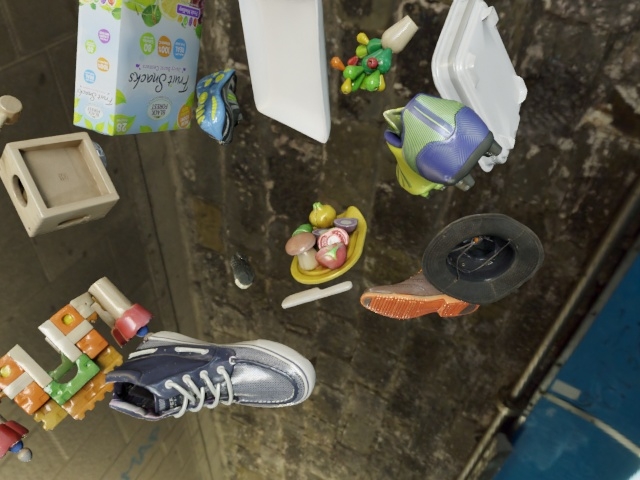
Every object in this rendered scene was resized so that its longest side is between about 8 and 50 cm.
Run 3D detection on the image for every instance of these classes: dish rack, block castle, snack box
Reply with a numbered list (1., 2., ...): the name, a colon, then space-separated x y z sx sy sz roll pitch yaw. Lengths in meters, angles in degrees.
1. dish rack: 0.370 -0.350 1.145 0.333 0.072 0.286 47 54 -37
2. block castle: -0.617 0.319 1.248 0.453 0.213 0.303 -46 -174 -29
3. snack box: -0.235 -0.252 0.690 0.174 0.070 0.207 -37 143 -64

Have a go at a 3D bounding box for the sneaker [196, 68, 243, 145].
1. sneaker: -0.175 -0.237 0.909 0.078 0.067 0.188 61 19 -47

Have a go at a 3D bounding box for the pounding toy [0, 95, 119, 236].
1. pounding toy: -0.461 -0.118 0.823 0.181 0.206 0.094 -24 176 -46

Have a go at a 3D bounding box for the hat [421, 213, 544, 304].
1. hat: 0.433 0.025 1.437 0.134 0.330 0.332 -93 -172 -52

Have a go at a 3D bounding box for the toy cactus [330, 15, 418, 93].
1. toy cactus: 0.110 -0.378 1.037 0.180 0.112 0.219 -40 -162 24

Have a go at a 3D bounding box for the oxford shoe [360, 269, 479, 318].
1. oxford shoe: 0.298 0.158 1.598 0.130 0.363 0.133 107 -17 -55

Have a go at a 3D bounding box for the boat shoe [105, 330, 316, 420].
1. boat shoe: -0.188 0.245 0.862 0.158 0.340 0.127 -44 132 -64

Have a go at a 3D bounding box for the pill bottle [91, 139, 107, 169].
1. pill bottle: -0.802 -0.227 1.594 0.245 0.130 0.131 -29 138 -50

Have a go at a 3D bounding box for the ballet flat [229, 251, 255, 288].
1. ballet flat: -0.206 0.084 1.354 0.049 0.057 0.173 -63 -159 16

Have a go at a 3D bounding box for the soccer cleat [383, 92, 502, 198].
1. soccer cleat: 0.126 -0.118 0.629 0.093 0.121 0.289 -50 -178 3

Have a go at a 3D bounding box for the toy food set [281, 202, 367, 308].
1. toy food set: 0.000 0.000 0.836 0.218 0.128 0.071 -74 144 -51

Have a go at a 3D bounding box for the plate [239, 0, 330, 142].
1. plate: -0.063 -0.358 1.003 0.045 0.278 0.278 -25 128 -26
